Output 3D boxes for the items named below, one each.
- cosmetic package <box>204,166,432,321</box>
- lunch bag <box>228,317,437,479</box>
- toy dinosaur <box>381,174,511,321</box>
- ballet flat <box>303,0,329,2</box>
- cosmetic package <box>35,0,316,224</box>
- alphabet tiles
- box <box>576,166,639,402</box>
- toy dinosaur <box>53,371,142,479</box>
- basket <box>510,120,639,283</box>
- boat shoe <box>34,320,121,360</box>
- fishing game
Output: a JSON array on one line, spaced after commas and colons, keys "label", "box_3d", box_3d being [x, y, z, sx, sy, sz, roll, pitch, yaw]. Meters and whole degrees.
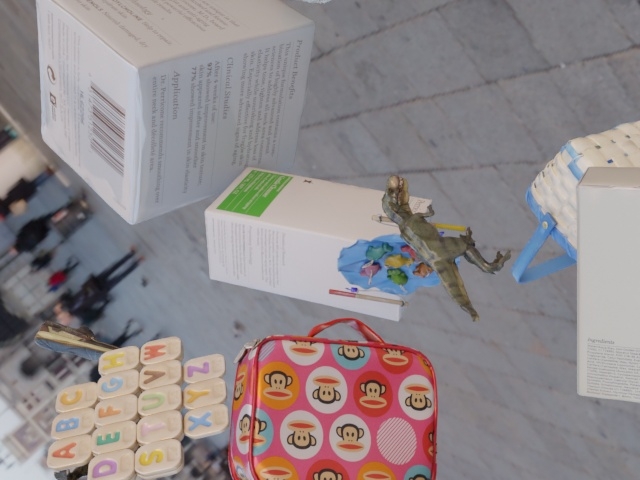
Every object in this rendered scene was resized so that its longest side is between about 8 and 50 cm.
[{"label": "cosmetic package", "box_3d": [0.000, 0.000, 1.633, 0.365, 0.197, 0.155, 10, 122, 16]}, {"label": "lunch bag", "box_3d": [0.022, 0.235, 1.285, 0.293, 0.258, 0.120, 10, 159, -20]}, {"label": "toy dinosaur", "box_3d": [0.172, 0.015, 1.191, 0.268, 0.118, 0.064, 58, 138, 41]}, {"label": "ballet flat", "box_3d": [-0.075, -0.522, 1.377, 0.147, 0.147, 0.409, 30, 152, 49]}, {"label": "cosmetic package", "box_3d": [-0.272, -0.292, 1.703, 0.327, 0.394, 0.329, 39, 135, 32]}, {"label": "alphabet tiles", "box_3d": [-0.280, 0.258, 1.406, 0.284, 0.278, 0.021, -102, -1, -54]}, {"label": "box", "box_3d": [0.369, 0.053, 1.096, 0.113, 0.094, 0.275, 4, 111, 23]}, {"label": "toy dinosaur", "box_3d": [-0.350, 0.362, 1.549, 0.121, 0.313, 0.160, -1, 154, 40]}, {"label": "basket", "box_3d": [0.454, -0.045, 1.487, 0.201, 0.255, 0.289, 61, 158, 25]}, {"label": "boat shoe", "box_3d": [-0.416, 0.172, 1.578, 0.152, 0.049, 0.056, 16, 148, -7]}, {"label": "fishing game", "box_3d": [0.117, 0.044, 1.353, 0.189, 0.041, 0.264, 10, 150, -15]}]
